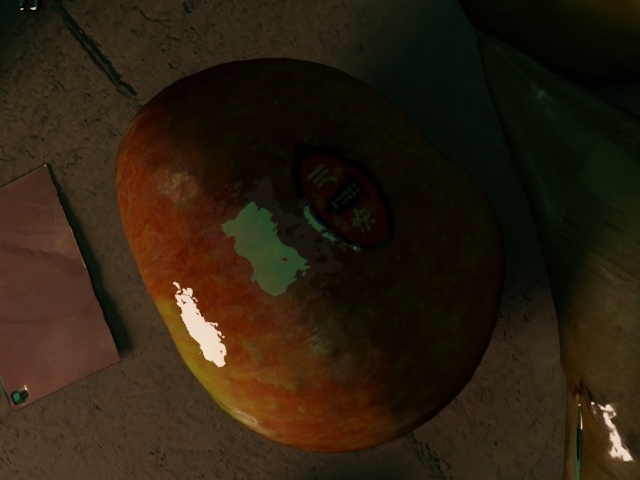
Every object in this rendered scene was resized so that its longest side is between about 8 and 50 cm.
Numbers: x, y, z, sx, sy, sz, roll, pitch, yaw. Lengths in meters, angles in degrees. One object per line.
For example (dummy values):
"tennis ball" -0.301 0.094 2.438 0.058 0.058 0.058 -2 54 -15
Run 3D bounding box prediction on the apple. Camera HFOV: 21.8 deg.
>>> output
"apple" 0.000 0.000 1.238 0.250 0.277 0.309 -28 103 5

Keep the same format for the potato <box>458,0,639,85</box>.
"potato" 0.196 -0.222 1.187 0.330 0.280 0.212 40 96 13

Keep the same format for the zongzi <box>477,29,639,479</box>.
"zongzi" 0.207 0.084 1.220 0.393 0.174 0.356 30 99 15

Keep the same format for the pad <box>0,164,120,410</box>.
"pad" -0.252 0.041 1.441 0.113 0.006 0.187 -26 79 14

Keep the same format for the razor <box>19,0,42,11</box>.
"razor" -0.255 -0.294 1.446 0.066 0.033 0.190 -1 87 17
